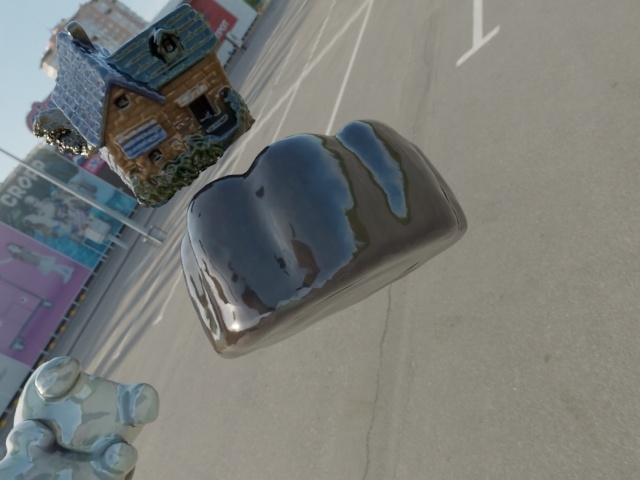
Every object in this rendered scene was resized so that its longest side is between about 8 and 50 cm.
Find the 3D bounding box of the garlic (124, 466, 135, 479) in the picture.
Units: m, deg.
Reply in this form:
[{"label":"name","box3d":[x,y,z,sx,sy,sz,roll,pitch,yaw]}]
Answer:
[{"label":"garlic","box3d":[-0.442,0.489,1.017,0.087,0.101,0.196,-38,-4,24]}]

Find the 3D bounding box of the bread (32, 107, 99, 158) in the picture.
[{"label":"bread","box3d":[-0.434,-0.188,0.870,0.082,0.113,0.060,-79,13,-54]}]

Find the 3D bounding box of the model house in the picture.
[{"label":"model house","box3d":[-0.198,-0.174,0.570,0.183,0.172,0.166,-39,52,-15]}]

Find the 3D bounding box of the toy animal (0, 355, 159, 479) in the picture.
[{"label":"toy animal","box3d":[-0.370,0.361,0.675,0.241,0.196,0.367,-49,28,33]}]

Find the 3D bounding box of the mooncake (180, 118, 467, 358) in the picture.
[{"label":"mooncake","box3d":[0.000,0.000,0.534,0.306,0.154,0.306,-27,-15,-8]}]
